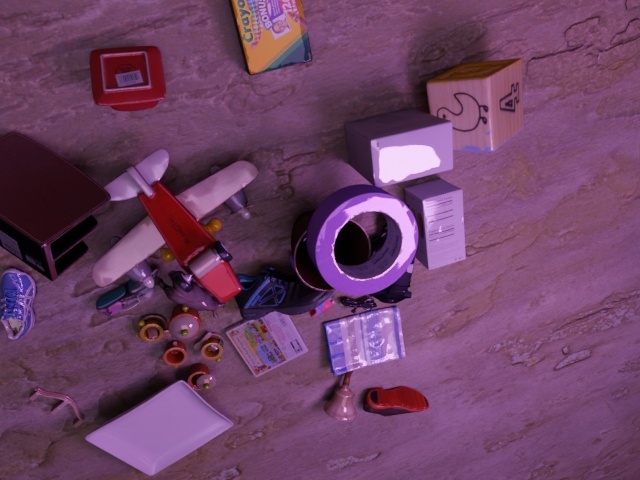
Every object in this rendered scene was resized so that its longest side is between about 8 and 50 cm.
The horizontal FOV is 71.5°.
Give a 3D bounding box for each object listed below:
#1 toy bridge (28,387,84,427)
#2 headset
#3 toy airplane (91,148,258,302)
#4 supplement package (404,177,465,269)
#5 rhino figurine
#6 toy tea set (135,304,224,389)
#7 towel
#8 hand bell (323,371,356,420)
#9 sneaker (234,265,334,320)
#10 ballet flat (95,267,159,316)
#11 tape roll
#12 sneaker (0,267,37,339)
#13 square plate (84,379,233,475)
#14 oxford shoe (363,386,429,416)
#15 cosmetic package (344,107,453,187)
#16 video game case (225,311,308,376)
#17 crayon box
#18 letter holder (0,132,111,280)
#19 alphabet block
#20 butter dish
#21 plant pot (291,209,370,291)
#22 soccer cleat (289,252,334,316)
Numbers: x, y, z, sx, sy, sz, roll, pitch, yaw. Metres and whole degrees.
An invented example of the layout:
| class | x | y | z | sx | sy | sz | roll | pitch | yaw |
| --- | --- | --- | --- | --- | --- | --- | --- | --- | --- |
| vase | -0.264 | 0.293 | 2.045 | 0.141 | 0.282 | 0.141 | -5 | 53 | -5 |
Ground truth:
| class | x | y | z | sx | sy | sz | roll | pitch | yaw |
| --- | --- | --- | --- | --- | --- | --- | --- | --- | --- |
| toy bridge | -0.825 | 0.521 | 1.409 | 0.063 | 0.026 | 0.188 | -38 | 118 | 1 |
| headset | 0.184 | 0.097 | 1.396 | 0.186 | 0.243 | 0.394 | 6 | 137 | -6 |
| toy airplane | -0.374 | -0.042 | 1.174 | 0.387 | 0.272 | 0.383 | 6 | 81 | 0 |
| supplement package | 0.364 | -0.055 | 1.416 | 0.134 | 0.139 | 0.243 | -16 | 116 | -9 |
| rhino figurine | -0.365 | 0.167 | 1.310 | 0.073 | 0.106 | 0.243 | -56 | 140 | -4 |
| toy tea set | -0.411 | 0.346 | 1.389 | 0.200 | 0.124 | 0.336 | -32 | 118 | 0 |
| towel | 0.162 | 0.357 | 1.582 | 0.285 | 0.034 | 0.209 | -11 | 102 | -11 |
| hand bell | 0.095 | 0.520 | 1.636 | 0.126 | 0.126 | 0.241 | 8 | 100 | -19 |
| sneaker | -0.116 | 0.146 | 1.334 | 0.341 | 0.125 | 0.139 | -15 | 108 | 19 |
| ballet flat | -0.547 | 0.154 | 1.301 | 0.222 | 0.076 | 0.079 | -31 | 136 | 5 |
| tape roll | 0.106 | -0.001 | 1.139 | 0.275 | 0.090 | 0.274 | -6 | 112 | -16 |
| sneaker | -0.831 | 0.175 | 1.219 | 0.080 | 0.081 | 0.210 | -1 | 112 | -14 |
| square plate | -0.524 | 0.626 | 1.494 | 0.344 | 0.049 | 0.347 | -31 | 130 | -4 |
| oxford shoe | 0.295 | 0.641 | 1.753 | 0.272 | 0.096 | 0.098 | 11 | 130 | -15 |
| cosmetic package | 0.211 | -0.262 | 1.230 | 0.224 | 0.224 | 0.138 | -14 | 116 | -8 |
| video game case | -0.178 | 0.339 | 1.508 | 0.207 | 0.026 | 0.226 | -26 | 119 | -3 |
| crayon box | -0.132 | -0.563 | 1.078 | 0.166 | 0.081 | 0.278 | -17 | 117 | -8 |
| letter holder | -0.681 | -0.090 | 1.060 | 0.302 | 0.214 | 0.152 | 33 | 140 | 3 |
| alphabet block | 0.431 | -0.373 | 1.230 | 0.193 | 0.193 | 0.197 | -36 | 123 | -34 |
| butter dish | -0.451 | -0.369 | 1.066 | 0.160 | 0.118 | 0.159 | -10 | 72 | -12 |
| plant pot | 0.000 | 0.000 | 1.284 | 0.216 | 0.230 | 0.215 | -7 | 112 | -16 |
| soccer cleat | -0.043 | 0.146 | 1.425 | 0.095 | 0.083 | 0.248 | -36 | 122 | -6 |
